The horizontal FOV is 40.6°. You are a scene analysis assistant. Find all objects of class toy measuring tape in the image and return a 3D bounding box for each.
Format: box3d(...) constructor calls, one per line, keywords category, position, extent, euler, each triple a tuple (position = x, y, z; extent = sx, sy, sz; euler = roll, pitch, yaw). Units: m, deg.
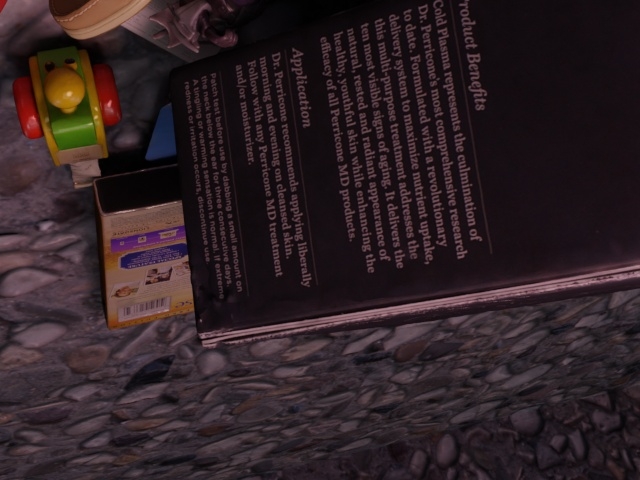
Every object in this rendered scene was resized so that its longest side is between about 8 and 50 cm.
box3d(category="toy measuring tape", position=(-0.293, -0.148, 1.021), extent=(0.121, 0.121, 0.330), euler=(-13, 174, -13))

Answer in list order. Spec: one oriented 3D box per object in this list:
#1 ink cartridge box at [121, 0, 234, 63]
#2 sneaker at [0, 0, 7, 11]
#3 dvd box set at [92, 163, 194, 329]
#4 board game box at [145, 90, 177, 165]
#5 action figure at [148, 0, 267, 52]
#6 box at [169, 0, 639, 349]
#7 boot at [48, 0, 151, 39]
box3d(category="ink cartridge box", position=(-0.130, -0.286, 0.926), extent=(0.179, 0.045, 0.145), euler=(-50, 144, 15))
box3d(category="sneaker", position=(-0.368, -0.177, 0.848), extent=(0.221, 0.128, 0.087), euler=(-36, 149, 28))
box3d(category="dvd box set", position=(-0.186, 0.006, 1.330), extent=(0.308, 0.062, 0.420), euler=(-12, 157, -17))
box3d(category="board game box", position=(-0.160, -0.158, 1.129), extent=(0.133, 0.033, 0.168), euler=(-11, 157, -27))
box3d(category="action figure", position=(-0.059, -0.254, 0.822), extent=(0.185, 0.099, 0.285), euler=(-49, -171, -31))
box3d(category="box", position=(0.174, -0.066, 0.946), extent=(0.472, 0.297, 0.480), euler=(-10, 173, 27))
box3d(category="boot", position=(-0.198, -0.308, 0.754), extent=(0.262, 0.095, 0.203), euler=(-36, 150, 20))
